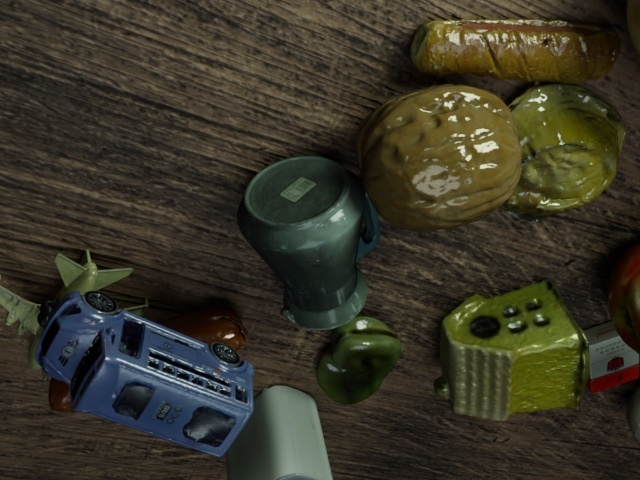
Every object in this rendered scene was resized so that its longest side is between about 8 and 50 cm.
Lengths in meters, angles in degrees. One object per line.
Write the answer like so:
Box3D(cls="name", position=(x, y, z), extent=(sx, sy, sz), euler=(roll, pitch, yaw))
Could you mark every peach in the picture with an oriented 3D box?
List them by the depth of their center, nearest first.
Box3D(cls="peach", position=(0.607, 0.075, 1.052), extent=(0.274, 0.248, 0.245), euler=(-22, 106, 0))

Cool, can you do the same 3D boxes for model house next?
Box3D(cls="model house", position=(0.311, 0.203, 1.127), extent=(0.234, 0.175, 0.193), euler=(-15, 129, -4))

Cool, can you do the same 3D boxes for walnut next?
Box3D(cls="walnut", position=(0.155, -0.106, 0.847), extent=(0.213, 0.213, 0.213), euler=(-6, 128, -7))

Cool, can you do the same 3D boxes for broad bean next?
Box3D(cls="broad bean", position=(0.069, 0.212, 1.160), extent=(0.153, 0.072, 0.207), euler=(-5, 139, -5))

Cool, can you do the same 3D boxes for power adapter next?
Box3D(cls="power adapter", position=(-0.073, 0.413, 1.158), extent=(0.124, 0.255, 0.187), euler=(27, 117, -31))

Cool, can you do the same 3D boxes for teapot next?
Box3D(cls="teapot", position=(0.000, 0.000, 0.932), extent=(0.203, 0.171, 0.225), euler=(-38, 139, -21))

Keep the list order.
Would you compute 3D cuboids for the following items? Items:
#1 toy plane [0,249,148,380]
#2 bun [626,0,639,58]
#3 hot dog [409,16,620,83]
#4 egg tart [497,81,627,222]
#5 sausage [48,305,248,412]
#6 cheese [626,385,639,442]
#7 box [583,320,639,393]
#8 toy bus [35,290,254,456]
Box3D(cls="toy plane", position=(-0.379, 0.116, 0.973), extent=(0.229, 0.092, 0.244), euler=(15, 120, -38))
Box3D(cls="bun", position=(0.539, -0.304, 0.765), extent=(0.365, 0.219, 0.365), euler=(3, 122, 5))
Box3D(cls="hot dog", position=(0.255, -0.242, 0.853), extent=(0.285, 0.061, 0.088), euler=(-4, 139, -8))
Box3D(cls="egg tart", position=(0.337, -0.110, 0.951), extent=(0.231, 0.098, 0.252), euler=(-25, 131, 12))
Box3D(cls="sausage", position=(-0.275, 0.183, 1.040), extent=(0.330, 0.102, 0.102), euler=(-20, 128, 1))
Box3D(cls="cheese", position=(0.718, 0.350, 1.327), extent=(0.189, 0.154, 0.198), euler=(-19, 153, 20))
Box3D(cls="box", position=(0.559, 0.223, 1.276), extent=(0.100, 0.048, 0.152), euler=(-18, 126, 4))
Box3D(cls="toy bus", position=(-0.241, 0.188, 0.911), extent=(0.292, 0.133, 0.125), euler=(27, 107, -21))
